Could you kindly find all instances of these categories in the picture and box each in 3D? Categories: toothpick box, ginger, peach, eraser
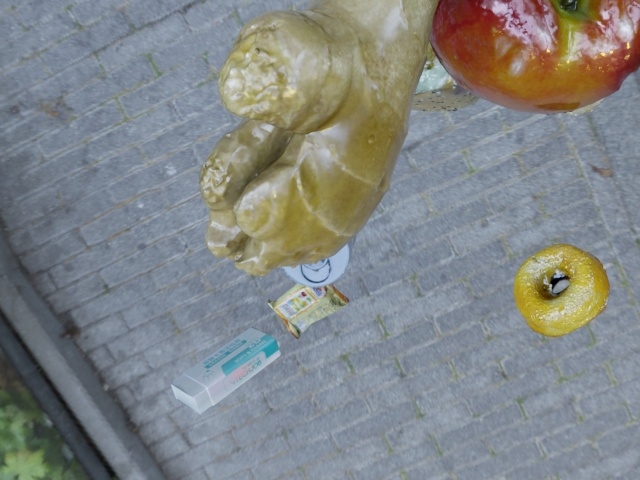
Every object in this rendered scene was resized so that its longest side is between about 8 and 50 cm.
[{"bbox_3d":[0.000,0.000,0.993,0.101,0.153,0.101,2,103,7],"label":"toothpick box"},{"bbox_3d":[-0.002,-0.155,0.567,0.236,0.166,0.376,2,97,-40],"label":"ginger"},{"bbox_3d":[0.350,-0.398,1.152,0.310,0.406,0.335,25,103,-29],"label":"peach"},{"bbox_3d":[-0.197,0.269,1.444,0.225,0.095,0.052,-32,121,-34],"label":"eraser"}]

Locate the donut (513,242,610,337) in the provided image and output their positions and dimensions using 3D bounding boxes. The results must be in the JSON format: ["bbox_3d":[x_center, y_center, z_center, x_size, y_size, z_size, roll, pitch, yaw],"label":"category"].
[{"bbox_3d":[0.624,0.127,1.796,0.118,0.253,0.254,27,101,-40],"label":"donut"}]

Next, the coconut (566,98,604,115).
[{"bbox_3d":[0.679,-0.422,1.814,0.194,0.194,0.195,0,99,1],"label":"coconut"}]

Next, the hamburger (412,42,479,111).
[{"bbox_3d":[0.287,-0.441,1.778,0.276,0.318,0.195,4,91,-43],"label":"hamburger"}]

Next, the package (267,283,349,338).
[{"bbox_3d":[-0.023,0.111,1.212,0.120,0.031,0.108,-35,127,8],"label":"package"}]
